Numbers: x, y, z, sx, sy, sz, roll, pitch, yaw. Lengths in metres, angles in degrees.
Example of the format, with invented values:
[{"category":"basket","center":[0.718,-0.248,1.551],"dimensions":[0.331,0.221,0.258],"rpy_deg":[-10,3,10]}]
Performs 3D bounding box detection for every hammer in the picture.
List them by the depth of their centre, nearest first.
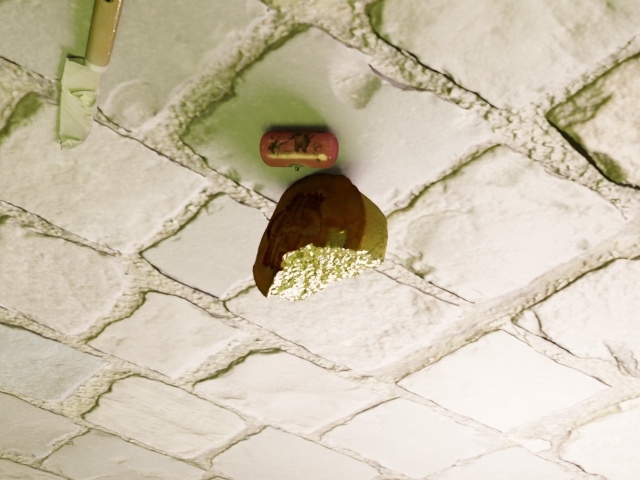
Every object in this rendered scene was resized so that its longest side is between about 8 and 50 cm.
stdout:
[{"category":"hammer","center":[-0.023,-0.095,1.131],"dimensions":[0.083,0.043,0.043],"rpy_deg":[3,145,10]}]

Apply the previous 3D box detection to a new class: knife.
[{"category":"knife","center":[-0.238,-0.172,1.090],"dimensions":[0.047,0.017,0.298],"rpy_deg":[18,149,-10]}]

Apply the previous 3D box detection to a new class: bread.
[{"category":"bread","center":[-0.003,-0.007,1.184],"dimensions":[0.156,0.125,0.086],"rpy_deg":[-29,139,29]}]
